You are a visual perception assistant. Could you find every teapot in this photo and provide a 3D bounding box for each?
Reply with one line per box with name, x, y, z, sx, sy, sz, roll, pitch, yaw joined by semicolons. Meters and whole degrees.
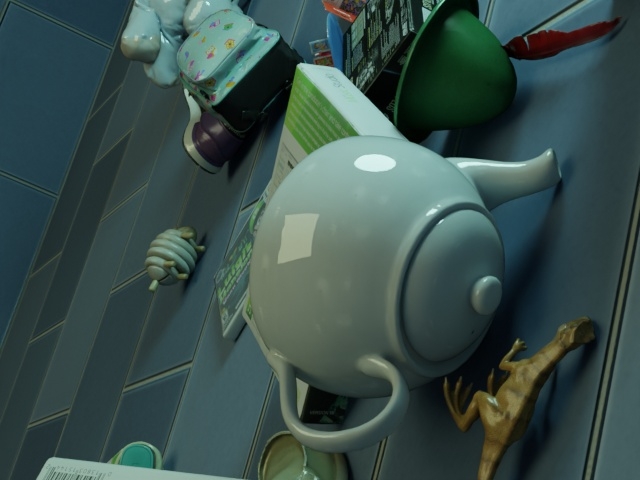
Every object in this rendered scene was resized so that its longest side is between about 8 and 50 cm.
teapot;0.072;0.036;1.103;0.187;0.252;0.256;16;103;42

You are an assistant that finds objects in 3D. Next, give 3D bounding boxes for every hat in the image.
hat;0.190;-0.146;1.265;0.173;0.183;0.208;-66;-20;1

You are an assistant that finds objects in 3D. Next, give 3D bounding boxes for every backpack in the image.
backpack;-0.141;-0.276;1.988;0.166;0.144;0.188;-50;31;-3

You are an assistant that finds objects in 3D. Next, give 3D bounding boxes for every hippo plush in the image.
hippo plush;-0.234;-0.453;2.480;0.236;0.234;0.294;-9;71;31

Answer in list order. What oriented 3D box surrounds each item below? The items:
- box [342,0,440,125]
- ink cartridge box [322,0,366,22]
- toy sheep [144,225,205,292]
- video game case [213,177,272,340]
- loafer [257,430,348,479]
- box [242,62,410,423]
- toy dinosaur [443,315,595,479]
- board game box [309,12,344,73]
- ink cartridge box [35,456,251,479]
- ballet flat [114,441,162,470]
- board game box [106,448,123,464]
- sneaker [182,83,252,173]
box;0.096;-0.230;1.508;0.147;0.077;0.180;-51;25;35
ink cartridge box;0.032;-0.352;1.824;0.029;0.062;0.115;-59;22;24
toy sheep;-0.242;0.030;2.055;0.132;0.091;0.091;-56;13;-30
video game case;-0.094;0.022;1.783;0.190;0.022;0.173;-59;21;19
loafer;-0.026;0.261;1.247;0.102;0.092;0.268;-62;21;12
box;0.000;0.000;1.357;0.232;0.058;0.322;-125;42;-56
toy dinosaur;0.142;0.145;1.000;0.212;0.064;0.112;-66;21;1
board game box;0.017;-0.197;1.573;0.133;0.033;0.169;-56;-46;-75
ink cartridge box;-0.229;0.366;1.369;0.296;0.066;0.261;1;45;29
ballet flat;-0.266;0.401;1.737;0.086;0.086;0.248;-35;35;55
board game box;-0.348;0.420;1.968;0.259;0.039;0.124;-40;33;45
sneaker;-0.156;-0.235;2.152;0.124;0.107;0.283;-39;34;24
